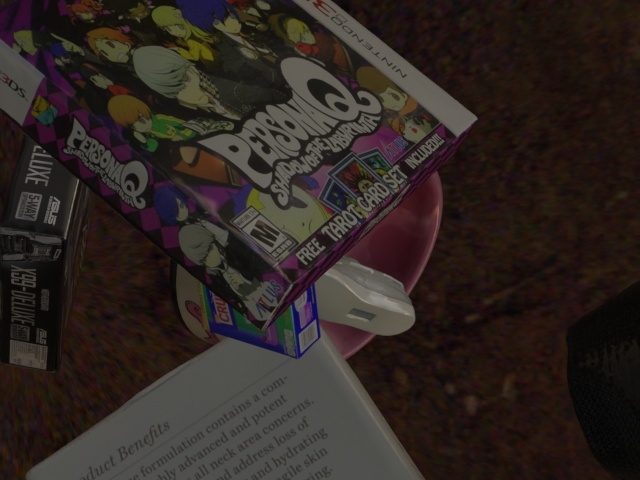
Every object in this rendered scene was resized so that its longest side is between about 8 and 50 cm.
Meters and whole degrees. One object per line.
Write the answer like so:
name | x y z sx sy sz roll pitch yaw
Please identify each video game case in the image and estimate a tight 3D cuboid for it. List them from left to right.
video game case | -0.046 -0.079 0.771 0.210 0.042 0.232 40 39 8

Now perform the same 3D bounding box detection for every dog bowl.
dog bowl | 0.000 0.000 1.875 0.150 0.408 0.408 34 79 32

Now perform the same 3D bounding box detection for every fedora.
fedora | 0.325 0.139 1.293 0.152 0.334 0.334 -14 93 31

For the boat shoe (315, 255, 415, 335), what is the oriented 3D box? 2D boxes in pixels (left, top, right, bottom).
boat shoe | 0.029 0.047 1.512 0.184 0.066 0.063 17 45 -33

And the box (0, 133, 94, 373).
box | -0.317 -0.023 1.652 0.076 0.307 0.242 11 55 -5

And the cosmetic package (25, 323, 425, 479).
cosmetic package | -0.034 0.328 1.474 0.329 0.327 0.394 -33 74 -1

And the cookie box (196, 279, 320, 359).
cookie box | -0.058 0.047 1.252 0.040 0.107 0.092 -40 134 -43
